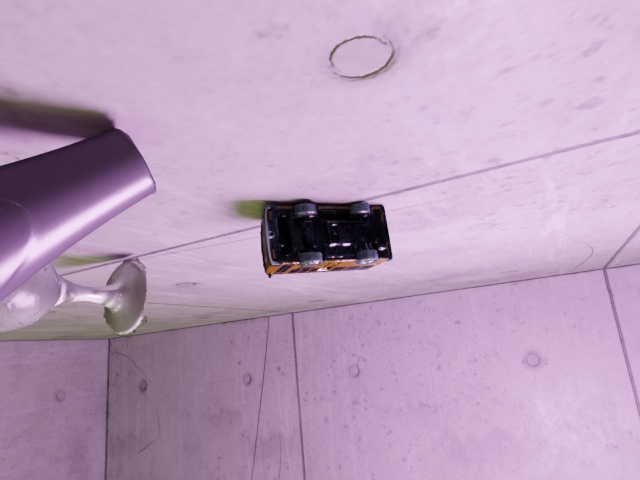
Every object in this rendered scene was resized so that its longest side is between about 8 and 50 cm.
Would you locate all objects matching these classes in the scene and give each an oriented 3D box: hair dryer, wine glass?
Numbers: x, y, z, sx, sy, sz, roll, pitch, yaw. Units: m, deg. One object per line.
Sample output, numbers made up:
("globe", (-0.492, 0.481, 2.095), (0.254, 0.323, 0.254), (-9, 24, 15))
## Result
("hair dryer", (-0.339, -0.005, 0.409), (0.301, 0.121, 0.361), (-36, -153, -28))
("wine glass", (-0.425, 0.075, 0.665), (0.143, 0.144, 0.321), (-13, 164, 29))

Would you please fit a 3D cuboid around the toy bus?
("toy bus", (0.000, 0.000, 0.635), (0.181, 0.092, 0.103), (-2, 165, -22))
